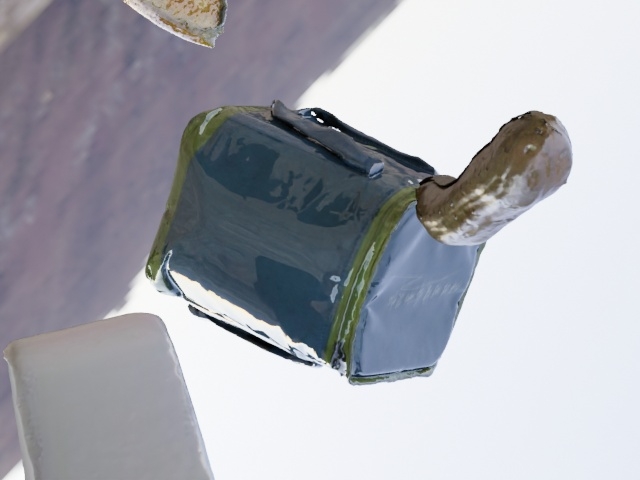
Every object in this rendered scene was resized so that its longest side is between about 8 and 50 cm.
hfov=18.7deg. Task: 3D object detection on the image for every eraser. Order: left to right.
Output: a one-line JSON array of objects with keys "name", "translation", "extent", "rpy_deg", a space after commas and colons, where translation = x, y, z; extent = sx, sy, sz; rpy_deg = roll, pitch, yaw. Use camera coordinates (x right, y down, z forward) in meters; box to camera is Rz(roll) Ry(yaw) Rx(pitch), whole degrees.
[{"name": "eraser", "translation": [-0.153, 0.265, 1.603], "extent": [0.150, 0.331, 0.331], "rpy_deg": [-11, -179, -13]}]

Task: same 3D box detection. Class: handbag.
[{"name": "handbag", "translation": [0.000, 0.000, 1.813], "extent": [0.263, 0.241, 0.222], "rpy_deg": [2, 109, -66]}]

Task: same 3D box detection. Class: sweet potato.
[{"name": "sweet potato", "translation": [0.129, -0.040, 1.541], "extent": [0.081, 0.062, 0.233], "rpy_deg": [-63, -166, -24]}]

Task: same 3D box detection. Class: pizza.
[{"name": "pizza", "translation": [-0.138, -0.271, 1.672], "extent": [0.036, 0.184, 0.176], "rpy_deg": [-35, -154, 53]}]
